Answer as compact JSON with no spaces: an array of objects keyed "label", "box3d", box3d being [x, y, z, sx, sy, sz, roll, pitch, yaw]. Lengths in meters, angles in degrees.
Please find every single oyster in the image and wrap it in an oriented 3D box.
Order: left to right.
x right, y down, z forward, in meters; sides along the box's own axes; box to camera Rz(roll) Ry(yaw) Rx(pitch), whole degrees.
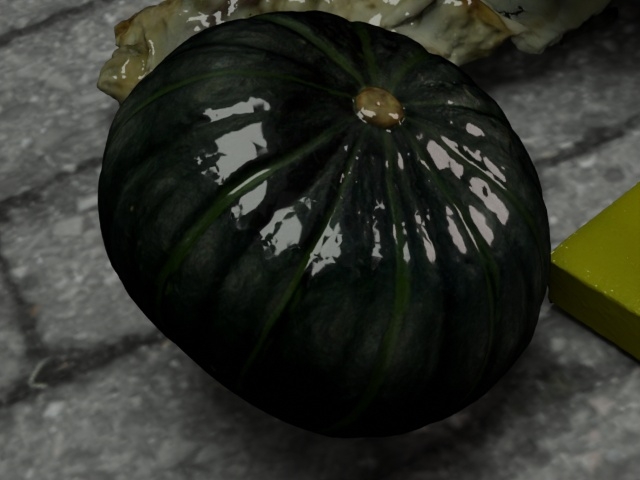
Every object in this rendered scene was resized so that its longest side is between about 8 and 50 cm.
[{"label":"oyster","box3d":[0.022,-0.161,1.165,0.355,0.107,0.201,-24,42,-11]}]

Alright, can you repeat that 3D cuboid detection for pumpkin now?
[{"label":"pumpkin","box3d":[0.000,0.000,0.946,0.250,0.216,0.250,17,27,-9]}]

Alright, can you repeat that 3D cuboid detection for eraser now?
[{"label":"eraser","box3d":[0.201,0.024,0.983,0.097,0.045,0.122,-38,49,-24]}]
